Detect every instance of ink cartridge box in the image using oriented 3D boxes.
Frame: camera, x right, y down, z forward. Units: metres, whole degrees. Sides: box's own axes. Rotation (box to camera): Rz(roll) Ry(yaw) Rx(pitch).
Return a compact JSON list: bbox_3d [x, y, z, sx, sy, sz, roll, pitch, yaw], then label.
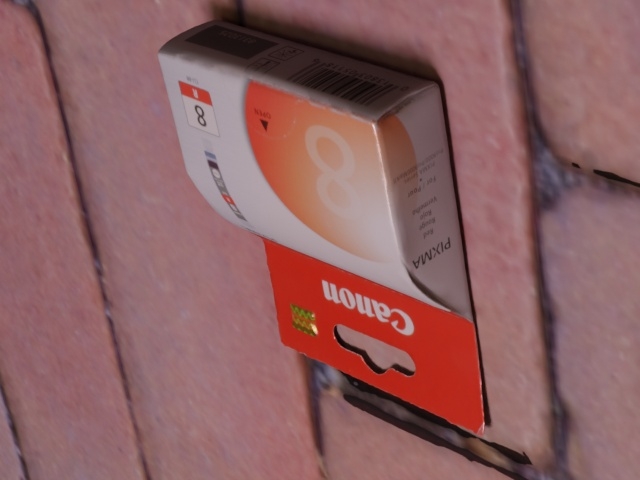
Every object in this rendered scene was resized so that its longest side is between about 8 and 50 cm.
[{"bbox_3d":[0.000,0.000,0.857,0.145,0.045,0.179,21,130,44],"label":"ink cartridge box"}]
